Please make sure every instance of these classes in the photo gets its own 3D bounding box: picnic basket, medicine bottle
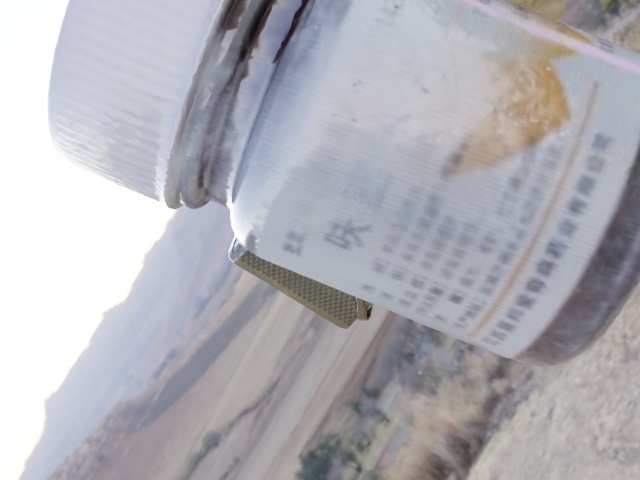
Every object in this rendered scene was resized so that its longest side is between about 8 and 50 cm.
[{"bbox_3d":[0.000,0.000,1.445,0.139,0.267,0.165,-44,20,41],"label":"picnic basket"},{"bbox_3d":[0.022,-0.058,0.449,0.165,0.273,0.165,-158,90,-89],"label":"medicine bottle"}]

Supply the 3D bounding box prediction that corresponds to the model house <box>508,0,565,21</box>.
[{"bbox_3d":[0.072,-0.221,0.653,0.193,0.234,0.175,-27,16,-19],"label":"model house"}]
